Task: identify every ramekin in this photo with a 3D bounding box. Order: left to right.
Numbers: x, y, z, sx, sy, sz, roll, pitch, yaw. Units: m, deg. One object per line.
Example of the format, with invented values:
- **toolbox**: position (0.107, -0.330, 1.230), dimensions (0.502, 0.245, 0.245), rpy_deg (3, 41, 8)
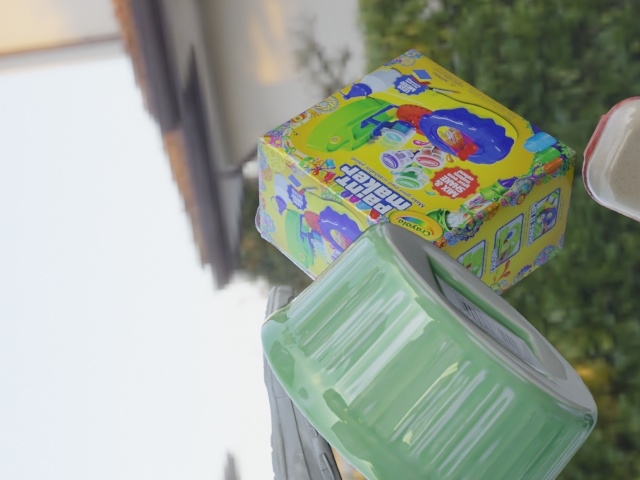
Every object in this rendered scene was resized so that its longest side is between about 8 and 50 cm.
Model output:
- **ramekin**: position (0.107, 0.121, 1.363), dimensions (0.303, 0.148, 0.303), rpy_deg (39, -168, -10)

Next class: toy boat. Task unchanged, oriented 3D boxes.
- **toy boat**: position (0.447, -0.098, 1.948), dimensions (0.151, 0.231, 0.151), rpy_deg (-100, 34, -72)

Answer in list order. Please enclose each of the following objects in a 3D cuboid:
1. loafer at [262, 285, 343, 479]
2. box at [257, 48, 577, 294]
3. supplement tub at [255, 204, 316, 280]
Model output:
- **loafer**: position (-0.023, 0.223, 2.197), dimensions (0.112, 0.111, 0.320), rpy_deg (-38, -58, -87)
- **box**: position (0.118, -0.056, 1.904), dimensions (0.290, 0.279, 0.177), rpy_deg (37, 145, 32)
- **supplement tub**: position (0.000, 0.000, 2.282), dimensions (0.198, 0.106, 0.106), rpy_deg (41, 163, 26)
